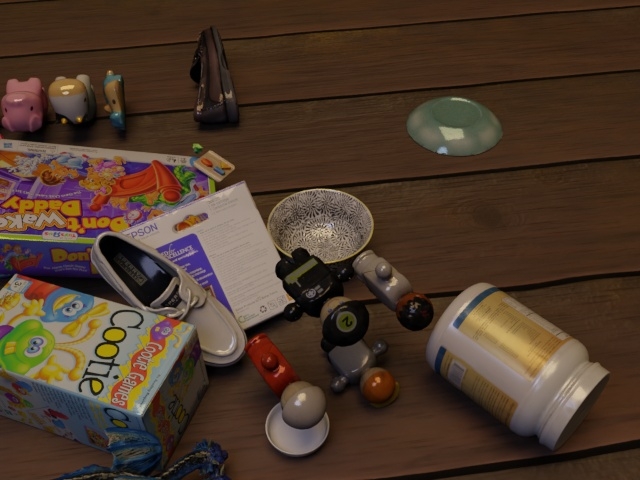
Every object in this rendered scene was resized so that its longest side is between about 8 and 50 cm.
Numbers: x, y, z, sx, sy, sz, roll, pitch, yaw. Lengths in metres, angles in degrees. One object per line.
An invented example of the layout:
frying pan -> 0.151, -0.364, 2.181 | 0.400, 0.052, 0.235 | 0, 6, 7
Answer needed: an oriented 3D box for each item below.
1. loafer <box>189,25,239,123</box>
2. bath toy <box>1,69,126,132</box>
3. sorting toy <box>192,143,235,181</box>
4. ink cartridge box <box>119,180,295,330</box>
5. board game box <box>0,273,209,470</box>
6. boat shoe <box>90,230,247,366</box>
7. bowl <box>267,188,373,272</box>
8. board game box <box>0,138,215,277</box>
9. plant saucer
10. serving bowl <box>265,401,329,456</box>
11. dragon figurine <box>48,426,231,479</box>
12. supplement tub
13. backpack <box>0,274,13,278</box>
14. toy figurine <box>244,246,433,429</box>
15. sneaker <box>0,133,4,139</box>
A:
loafer -> -0.242, -0.358, 1.439 | 0.095, 0.109, 0.302 | -13, 50, -6
bath toy -> -0.565, -0.259, 1.339 | 0.348, 0.151, 0.129 | -6, 81, -4
sorting toy -> -0.194, -0.138, 1.173 | 0.083, 0.012, 0.062 | 34, 36, 0
ink cartridge box -> -0.162, 0.044, 1.005 | 0.206, 0.045, 0.208 | -24, 88, -19
board game box -> -0.308, 0.170, 0.893 | 0.275, 0.144, 0.142 | 14, 47, 14
boat shoe -> -0.207, 0.083, 0.916 | 0.258, 0.084, 0.095 | 36, 74, -5
bowl -> 0.000, 0.000, 1.097 | 0.170, 0.080, 0.170 | 0, 46, 0
board game box -> -0.344, -0.048, 1.091 | 0.347, 0.078, 0.233 | 3, 44, -18
plant saucer -> 0.271, -0.244, 1.361 | 0.195, 0.037, 0.195 | 0, 45, 0
serving bowl -> -0.030, 0.249, 0.890 | 0.083, 0.027, 0.083 | -1, 46, 1
dragon figurine -> -0.221, 0.268, 0.757 | 0.144, 0.289, 0.085 | -43, 46, 13
supplement tub -> 0.255, 0.163, 0.887 | 0.144, 0.144, 0.199 | -35, 55, -29
backpack -> -0.525, 0.011, 1.093 | 0.114, 0.084, 0.105 | -8, 47, -15
toy figurine -> 0.030, 0.124, 0.870 | 0.209, 0.213, 0.148 | 3, 30, -41
sneaker -> -0.724, -0.135, 1.223 | 0.299, 0.112, 0.121 | -24, 50, -22
